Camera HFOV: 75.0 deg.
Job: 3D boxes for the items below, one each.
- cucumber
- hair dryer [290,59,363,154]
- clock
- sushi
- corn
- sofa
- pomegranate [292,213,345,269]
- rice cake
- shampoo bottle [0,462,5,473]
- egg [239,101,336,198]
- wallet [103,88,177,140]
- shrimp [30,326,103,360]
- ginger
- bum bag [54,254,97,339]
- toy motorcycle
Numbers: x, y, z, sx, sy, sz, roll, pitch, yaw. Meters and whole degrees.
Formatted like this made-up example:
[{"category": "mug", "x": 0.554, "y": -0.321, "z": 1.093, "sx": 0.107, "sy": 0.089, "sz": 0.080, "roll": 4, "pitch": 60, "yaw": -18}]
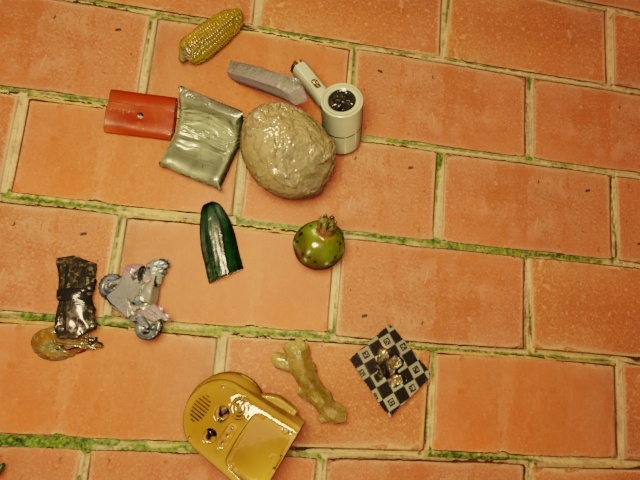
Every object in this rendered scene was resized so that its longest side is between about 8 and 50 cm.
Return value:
[{"category": "cucumber", "x": -0.315, "y": -0.003, "z": 1.265, "sx": 0.115, "sy": 0.063, "sz": 0.244, "roll": -15, "pitch": 83, "yaw": -11}, {"category": "hair dryer", "x": 0.004, "y": -0.462, "z": 1.329, "sx": 0.128, "sy": 0.203, "sz": 0.362, "roll": -31, "pitch": 70, "yaw": -8}, {"category": "clock", "x": -0.227, "y": 0.507, "z": 1.150, "sx": 0.316, "sy": 0.200, "sz": 0.244, "roll": 33, "pitch": 76, "yaw": 6}, {"category": "sushi", "x": 0.211, "y": 0.397, "z": 1.295, "sx": 0.192, "sy": 0.040, "sz": 0.210, "roll": -36, "pitch": 86, "yaw": -18}, {"category": "corn", "x": -0.352, "y": -0.653, "z": 1.334, "sx": 0.097, "sy": 0.097, "sz": 0.262, "roll": 45, "pitch": 77, "yaw": 0}, {"category": "sofa", "x": -0.351, "y": -0.296, "z": 1.241, "sx": 0.210, "sy": 0.176, "sz": 0.226, "roll": 24, "pitch": 79, "yaw": -5}, {"category": "pomegranate", "x": 0.000, "y": 0.000, "z": 1.242, "sx": 0.159, "sy": 0.205, "sz": 0.159, "roll": 8, "pitch": 52, "yaw": -10}, {"category": "rice cake", "x": -0.172, "y": -0.479, "z": 1.255, "sx": 0.364, "sy": 0.072, "sz": 0.056, "roll": 32, "pitch": 84, "yaw": 37}, {"category": "shampoo bottle", "x": -0.936, "y": 0.552, "z": 1.082, "sx": 0.234, "sy": 0.087, "sz": 0.118, "roll": 25, "pitch": 80, "yaw": -4}, {"category": "egg", "x": -0.097, "y": -0.255, "z": 1.226, "sx": 0.310, "sy": 0.279, "sz": 0.279, "roll": 36, "pitch": 77, "yaw": -28}, {"category": "wallet", "x": -0.554, "y": -0.389, "z": 1.291, "sx": 0.204, "sy": 0.045, "sz": 0.143, "roll": 6, "pitch": 81, "yaw": -7}, {"category": "shrimp", "x": -0.713, "y": 0.292, "z": 1.178, "sx": 0.190, "sy": 0.042, "sz": 0.102, "roll": 4, "pitch": 102, "yaw": -8}, {"category": "ginger", "x": -0.021, "y": 0.427, "z": 1.243, "sx": 0.118, "sy": 0.065, "sz": 0.299, "roll": -39, "pitch": 88, "yaw": 2}, {"category": "bum bag", "x": -0.687, "y": 0.155, "z": 1.176, "sx": 0.102, "sy": 0.069, "sz": 0.248, "roll": -10, "pitch": 73, "yaw": -4}, {"category": "toy motorcycle", "x": -0.497, "y": 0.141, "z": 1.192, "sx": 0.239, "sy": 0.108, "sz": 0.204, "roll": 44, "pitch": 78, "yaw": 0}]
